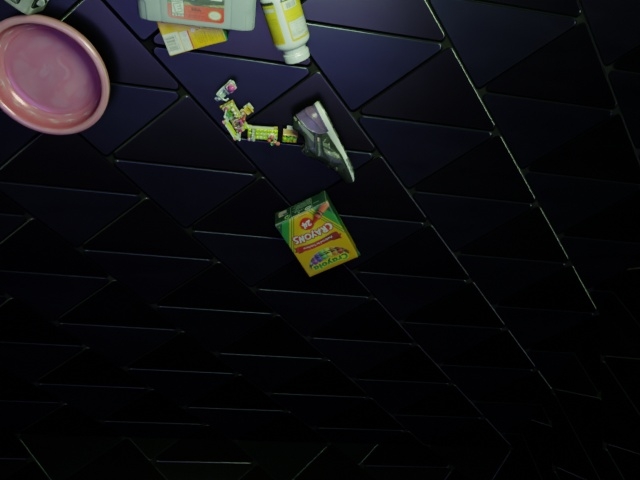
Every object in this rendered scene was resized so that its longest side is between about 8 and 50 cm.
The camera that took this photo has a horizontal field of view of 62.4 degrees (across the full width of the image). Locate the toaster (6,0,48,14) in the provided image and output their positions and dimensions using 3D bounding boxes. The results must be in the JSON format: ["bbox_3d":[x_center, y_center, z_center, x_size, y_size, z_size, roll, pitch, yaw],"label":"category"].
[{"bbox_3d":[-0.742,-0.682,1.298,0.186,0.110,0.168,34,115,-26],"label":"toaster"}]

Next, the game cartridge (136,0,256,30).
[{"bbox_3d":[-0.302,-0.622,1.287,0.294,0.060,0.196,2,139,-9],"label":"game cartridge"}]

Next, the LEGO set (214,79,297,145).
[{"bbox_3d":[-0.203,-0.343,1.599,0.287,0.107,0.132,34,116,-26],"label":"LEGO set"}]

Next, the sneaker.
[{"bbox_3d":[0.006,-0.286,1.660,0.124,0.107,0.283,-28,115,5],"label":"sneaker"}]

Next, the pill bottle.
[{"bbox_3d":[-0.090,-0.583,1.437,0.103,0.103,0.184,-15,126,5],"label":"pill bottle"}]

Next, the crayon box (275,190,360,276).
[{"bbox_3d":[0.000,0.000,1.885,0.202,0.081,0.318,-25,125,12],"label":"crayon box"}]

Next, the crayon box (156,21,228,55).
[{"bbox_3d":[-0.364,-0.645,1.378,0.165,0.081,0.278,-14,126,4],"label":"crayon box"}]

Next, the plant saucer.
[{"bbox_3d":[-0.756,-0.461,1.475,0.332,0.084,0.332,-3,125,-4],"label":"plant saucer"}]
